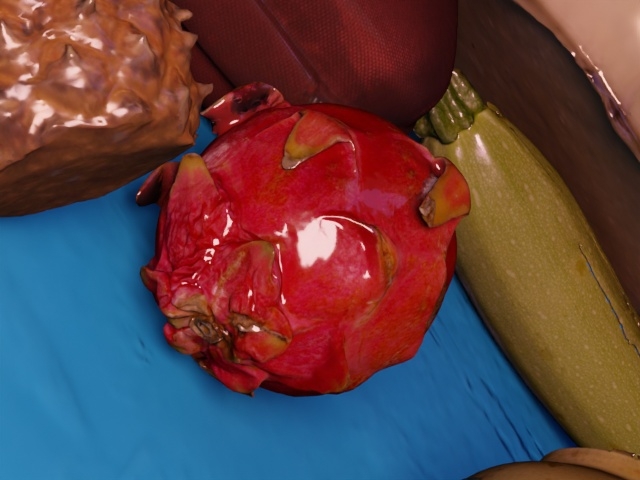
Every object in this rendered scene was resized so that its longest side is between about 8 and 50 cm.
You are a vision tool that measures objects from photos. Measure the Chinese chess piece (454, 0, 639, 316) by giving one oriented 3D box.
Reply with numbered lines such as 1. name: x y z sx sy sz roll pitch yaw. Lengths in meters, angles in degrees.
1. Chinese chess piece: 0.185 -0.103 0.988 0.338 0.140 0.338 55 -5 8

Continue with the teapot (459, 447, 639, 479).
1. teapot: 0.104 0.202 0.681 0.182 0.173 0.269 -50 132 -30

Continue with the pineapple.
1. pineapple: -0.118 -0.126 0.563 0.119 0.111 0.237 -4 70 -47

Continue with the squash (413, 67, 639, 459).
1. squash: 0.133 0.019 0.977 0.341 0.094 0.094 55 25 -18

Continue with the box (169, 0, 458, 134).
1. box: -0.068 -0.221 0.765 0.404 0.108 0.263 53 26 -26

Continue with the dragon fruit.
1. dragon fruit: 0.000 0.000 0.664 0.166 0.133 0.136 5 54 -59
